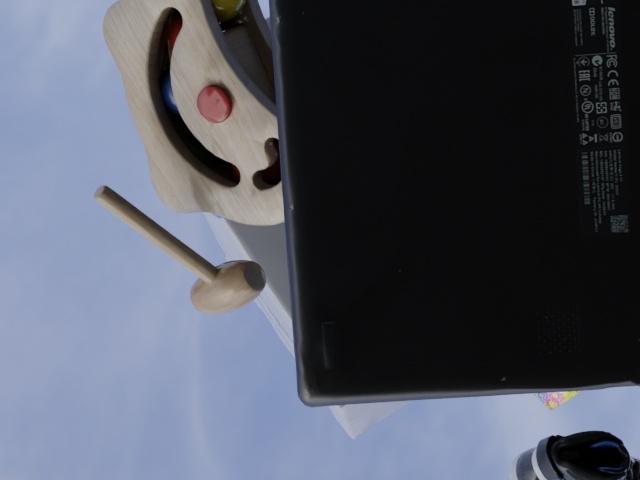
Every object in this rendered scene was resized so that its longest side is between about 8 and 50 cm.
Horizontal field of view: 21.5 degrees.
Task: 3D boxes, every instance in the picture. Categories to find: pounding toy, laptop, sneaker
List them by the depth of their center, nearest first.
[{"bbox_3d":[0.178,-0.104,1.166,0.408,0.382,0.236,-4,-175,2],"label":"laptop"},{"bbox_3d":[-0.070,-0.081,1.228,0.155,0.154,0.269,-32,-74,-57],"label":"pounding toy"},{"bbox_3d":[0.327,0.260,1.836,0.217,0.121,0.079,10,-116,-20],"label":"sneaker"}]

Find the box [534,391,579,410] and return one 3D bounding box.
[{"bbox_3d":[0.291,-0.005,1.958,0.279,0.290,0.177,43,-136,-4],"label":"box"}]

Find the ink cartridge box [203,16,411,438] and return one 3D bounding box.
[{"bbox_3d":[0.000,0.000,1.654,0.166,0.395,0.285,-33,-110,-5],"label":"ink cartridge box"}]
